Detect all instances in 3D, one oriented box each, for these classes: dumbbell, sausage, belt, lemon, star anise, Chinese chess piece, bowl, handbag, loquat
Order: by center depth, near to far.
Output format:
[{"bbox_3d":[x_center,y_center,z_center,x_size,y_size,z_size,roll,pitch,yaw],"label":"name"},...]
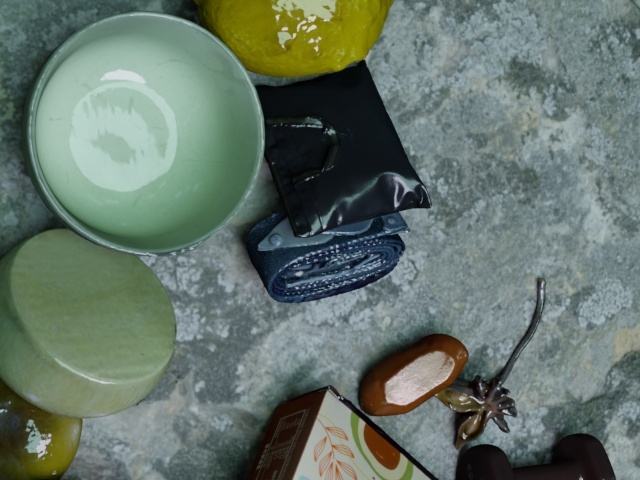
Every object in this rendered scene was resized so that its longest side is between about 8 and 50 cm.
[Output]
[{"bbox_3d":[-0.303,0.103,1.615,0.250,0.101,0.250,25,41,-23],"label":"Chinese chess piece"},{"bbox_3d":[-0.377,0.231,1.633,0.152,0.152,0.195,15,89,-26],"label":"loquat"},{"bbox_3d":[-0.239,-0.136,1.656,0.307,0.163,0.307,-2,95,-25],"label":"bowl"},{"bbox_3d":[-0.040,-0.325,1.701,0.288,0.233,0.233,2,94,-21],"label":"lemon"},{"bbox_3d":[0.014,-0.130,1.781,0.211,0.088,0.254,-14,66,-19],"label":"handbag"},{"bbox_3d":[0.000,0.001,1.811,0.218,0.128,0.122,-15,143,-25],"label":"belt"},{"bbox_3d":[0.138,0.200,1.912,0.179,0.089,0.089,-34,108,-9],"label":"sausage"},{"bbox_3d":[0.333,0.375,1.991,0.225,0.124,0.140,-1,54,-25],"label":"dumbbell"},{"bbox_3d":[0.267,0.186,2.011,0.148,0.218,0.227,30,36,4],"label":"star anise"}]

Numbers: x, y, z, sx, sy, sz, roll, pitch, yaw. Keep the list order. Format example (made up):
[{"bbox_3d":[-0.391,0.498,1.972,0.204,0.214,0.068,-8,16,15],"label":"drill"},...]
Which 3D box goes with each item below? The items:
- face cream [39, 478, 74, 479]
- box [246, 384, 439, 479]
[{"bbox_3d":[-0.267,0.378,1.645,0.349,0.105,0.105,35,78,-49],"label":"face cream"},{"bbox_3d":[0.033,0.458,1.769,0.344,0.122,0.385,43,46,-22],"label":"box"}]
